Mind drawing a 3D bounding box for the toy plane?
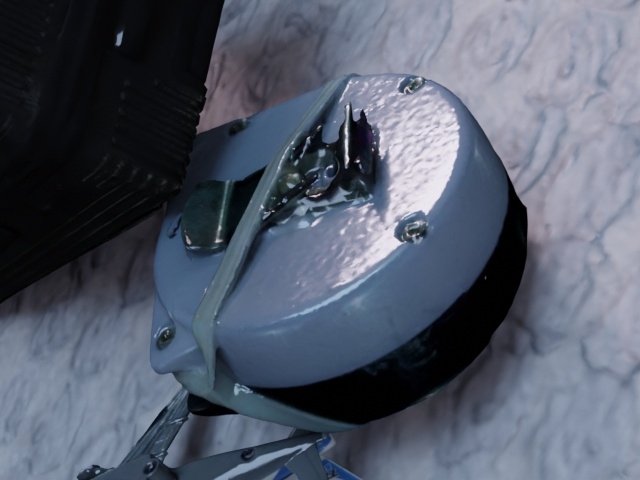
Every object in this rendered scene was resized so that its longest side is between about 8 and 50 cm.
[{"bbox_3d":[-0.086,0.134,0.521,0.226,0.058,0.226,-17,31,11],"label":"toy plane"}]

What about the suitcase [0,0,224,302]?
[{"bbox_3d":[-0.197,-0.096,0.629,0.335,0.152,0.229,-24,51,51],"label":"suitcase"}]

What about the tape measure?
[{"bbox_3d":[0.004,-0.001,0.513,0.181,0.107,0.182,-25,36,16],"label":"tape measure"}]
